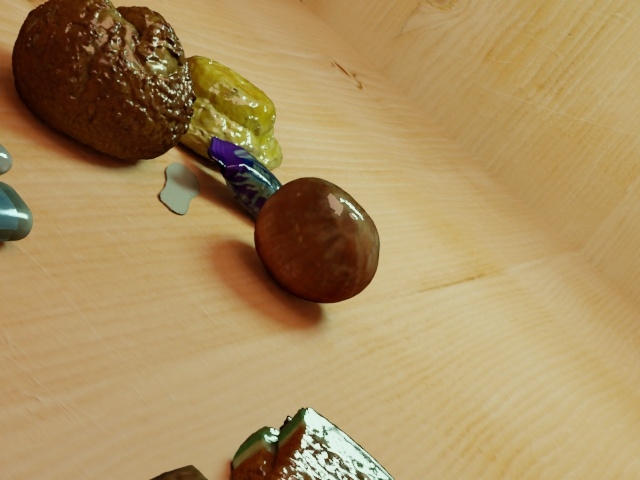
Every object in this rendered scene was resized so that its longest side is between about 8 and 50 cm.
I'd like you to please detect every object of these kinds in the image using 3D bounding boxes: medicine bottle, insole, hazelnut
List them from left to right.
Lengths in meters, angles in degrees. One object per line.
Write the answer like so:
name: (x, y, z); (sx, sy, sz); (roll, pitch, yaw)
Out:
medicine bottle: (-0.425, -0.040, 1.322); (0.090, 0.054, 0.208); (47, 21, 25)
insole: (-0.226, -0.084, 1.871); (0.065, 0.004, 0.197); (34, 19, -13)
hazelnut: (0.000, 0.000, 1.804); (0.214, 0.214, 0.176); (37, 61, -4)

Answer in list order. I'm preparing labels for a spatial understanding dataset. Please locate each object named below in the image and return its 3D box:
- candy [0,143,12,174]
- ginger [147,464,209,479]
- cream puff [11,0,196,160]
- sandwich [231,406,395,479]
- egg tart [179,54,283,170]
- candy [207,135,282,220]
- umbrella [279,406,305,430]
candy: (-0.469, -0.115, 1.374); (0.138, 0.071, 0.174); (24, 10, 29)
ginger: (-0.118, 0.294, 0.900); (0.269, 0.200, 0.223); (101, -32, -82)
cream puff: (-0.323, -0.266, 1.794); (0.303, 0.212, 0.303); (31, 25, -16)
sandwich: (0.012, 0.303, 1.258); (0.212, 0.109, 0.292); (13, 32, -53)
egg tart: (-0.187, -0.248, 2.134); (0.319, 0.128, 0.319); (33, 18, -12)
candy: (-0.095, -0.076, 1.983); (0.275, 0.070, 0.145); (44, 14, -21)
umbrella: (0.042, 0.299, 1.405); (0.235, 0.059, 0.066); (44, 37, 20)
